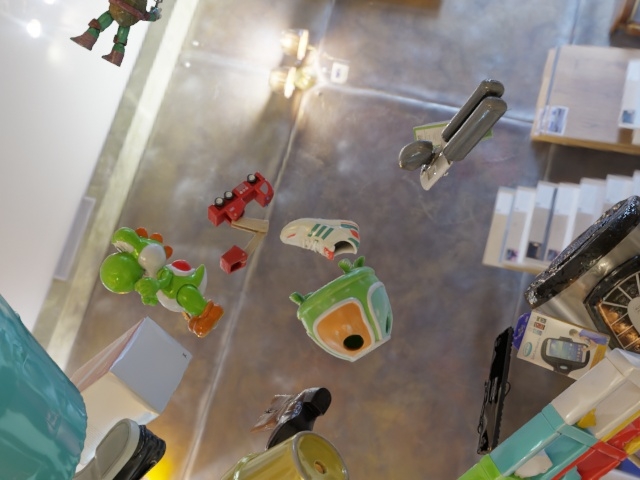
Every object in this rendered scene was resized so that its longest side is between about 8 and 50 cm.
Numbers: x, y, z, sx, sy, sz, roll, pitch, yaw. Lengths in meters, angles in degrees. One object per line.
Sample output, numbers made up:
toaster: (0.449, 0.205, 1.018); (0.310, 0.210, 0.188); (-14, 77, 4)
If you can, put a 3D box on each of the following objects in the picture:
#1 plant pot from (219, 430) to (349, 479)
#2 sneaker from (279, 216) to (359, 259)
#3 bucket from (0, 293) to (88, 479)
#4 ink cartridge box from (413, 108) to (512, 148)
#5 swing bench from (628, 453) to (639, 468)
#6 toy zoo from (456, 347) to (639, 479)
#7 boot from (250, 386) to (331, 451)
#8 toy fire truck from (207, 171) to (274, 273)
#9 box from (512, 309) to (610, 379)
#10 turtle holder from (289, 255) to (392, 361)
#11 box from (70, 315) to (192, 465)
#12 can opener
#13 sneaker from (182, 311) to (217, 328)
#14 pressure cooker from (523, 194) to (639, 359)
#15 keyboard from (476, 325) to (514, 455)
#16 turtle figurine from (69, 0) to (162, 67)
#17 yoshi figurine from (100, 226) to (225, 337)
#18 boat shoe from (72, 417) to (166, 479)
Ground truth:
plant pot: (-0.071, 0.562, 1.340); (0.239, 0.254, 0.254); (-46, 2, 22)
sneaker: (0.000, 0.000, 1.182); (0.057, 0.161, 0.075); (94, 174, -47)
bucket: (-0.354, 0.160, 0.505); (0.281, 0.281, 0.183); (-68, -35, -42)
ink cartridge box: (0.337, -0.258, 1.418); (0.109, 0.209, 0.062); (-23, -74, -48)
swing bench: (0.799, 0.464, 1.491); (0.253, 0.254, 0.165); (-15, -57, -59)
toy zoo: (0.302, 0.224, 0.685); (0.293, 0.192, 0.030); (-46, 41, 15)
boot: (-0.130, 0.527, 1.733); (0.280, 0.096, 0.264); (-24, 22, 47)
toy fire truck: (-0.150, -0.039, 1.199); (0.192, 0.135, 0.047); (-40, -14, -25)
box: (0.377, 0.166, 0.958); (0.028, 0.136, 0.081); (-2, -72, -67)
turtle holder: (0.074, 0.199, 1.612); (0.243, 0.227, 0.320); (-31, -13, -9)
box: (-0.527, 0.387, 1.541); (0.345, 0.168, 0.215); (-36, 18, 27)
can opener: (0.233, -0.182, 1.089); (0.280, 0.093, 0.074); (132, 142, -58)
sneaker: (-0.417, 0.211, 1.989); (0.083, 0.215, 0.084); (-40, 16, 21)
pressure cooker: (0.732, 0.152, 1.353); (0.375, 0.420, 0.370); (-37, -12, -24)
keyboard: (0.279, 0.234, 0.923); (0.100, 0.038, 0.192); (99, -172, -68)
turtle figurine: (-0.428, -0.502, 1.289); (0.234, 0.175, 0.118); (-61, 30, 3)
yoshi figurine: (-0.450, 0.132, 1.637); (0.203, 0.362, 0.203); (-39, 15, 24)
boat shoe: (-0.429, 0.494, 1.190); (0.340, 0.113, 0.127); (-52, 36, 8)
